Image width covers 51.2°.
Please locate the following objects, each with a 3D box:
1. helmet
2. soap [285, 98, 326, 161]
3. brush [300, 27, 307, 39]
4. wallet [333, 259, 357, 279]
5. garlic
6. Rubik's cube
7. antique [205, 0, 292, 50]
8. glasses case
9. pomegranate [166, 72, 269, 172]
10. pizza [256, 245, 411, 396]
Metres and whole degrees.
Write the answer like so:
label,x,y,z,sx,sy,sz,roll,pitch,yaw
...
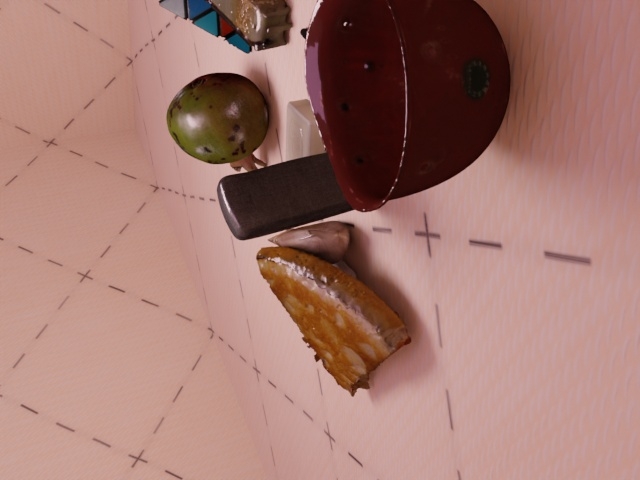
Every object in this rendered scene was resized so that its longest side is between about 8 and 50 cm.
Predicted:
label,x,y,z,sx,sy,sz,roll,pitch,yaw
helmet,0.137,-0.228,0.965,0.385,0.230,0.337,-129,34,-64
soap,-0.031,-0.231,1.595,0.121,0.064,0.183,50,147,44
brush,-0.004,-0.438,1.469,0.193,0.016,0.062,48,144,50
wallet,0.040,0.078,1.646,0.190,0.033,0.095,-133,34,-52
garlic,0.004,-0.002,1.528,0.128,0.149,0.266,61,157,0
Rubik's cube,-0.318,-0.672,1.805,0.250,0.234,0.284,126,128,-62
antique,-0.176,-0.592,1.656,0.284,0.150,0.125,56,150,25
glasses case,-0.044,-0.098,1.352,0.131,0.323,0.074,68,155,11
pomegranate,-0.289,-0.310,1.892,0.291,0.291,0.323,-131,34,-49
pizza,0.044,0.201,1.559,0.440,0.130,0.406,31,148,37
